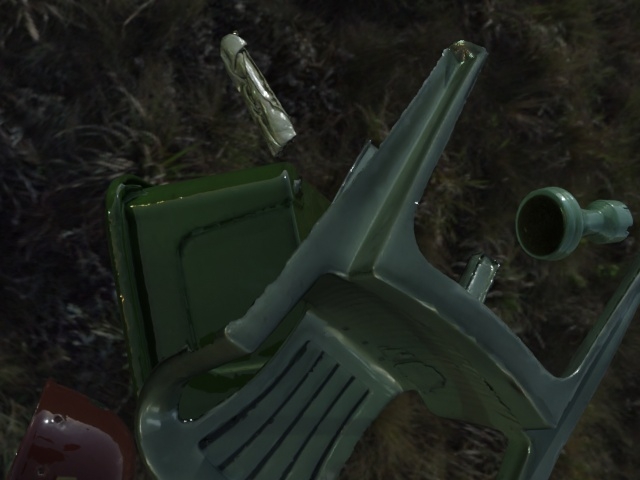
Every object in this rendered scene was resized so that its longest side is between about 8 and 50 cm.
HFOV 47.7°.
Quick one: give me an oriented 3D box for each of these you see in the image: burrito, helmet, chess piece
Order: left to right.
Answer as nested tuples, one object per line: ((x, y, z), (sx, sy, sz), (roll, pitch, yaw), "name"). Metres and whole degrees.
((-0.491, 0.478, 1.434), (0.230, 0.337, 0.384), (15, 94, -14), "helmet")
((-0.085, -0.190, 0.936), (0.041, 0.045, 0.185), (-22, 69, -25), "burrito")
((0.239, -0.016, 0.671), (0.103, 0.067, 0.067), (-2, 90, -31), "chess piece")

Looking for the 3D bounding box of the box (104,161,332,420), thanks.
((-0.050, 0.062, 0.701), (0.178, 0.329, 0.252), (-16, 80, 9), "box")

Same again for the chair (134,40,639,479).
((0.040, 0.065, 0.438), (0.203, 0.190, 0.274), (43, 63, -14), "chair")
